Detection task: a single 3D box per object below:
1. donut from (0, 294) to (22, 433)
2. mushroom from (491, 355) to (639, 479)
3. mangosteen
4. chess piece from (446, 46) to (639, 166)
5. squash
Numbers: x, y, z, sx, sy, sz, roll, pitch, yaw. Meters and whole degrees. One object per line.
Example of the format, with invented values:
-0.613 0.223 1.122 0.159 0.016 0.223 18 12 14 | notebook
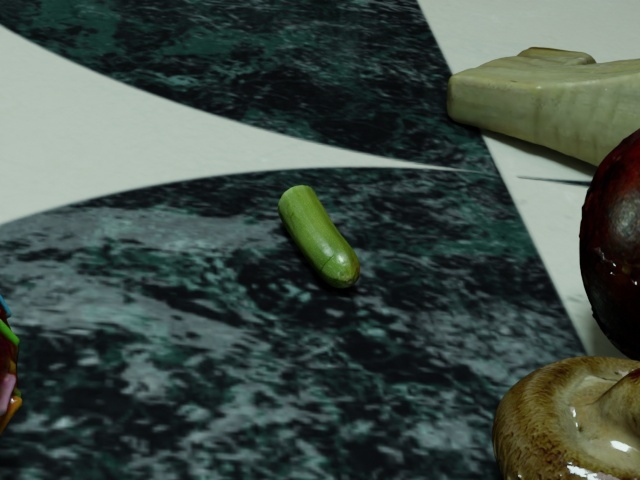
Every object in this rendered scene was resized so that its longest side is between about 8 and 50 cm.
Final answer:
-0.236 0.066 0.487 0.235 0.089 0.235 10 30 -6 | donut
0.138 0.098 0.577 0.126 0.085 0.109 -9 2 -28 | mushroom
0.221 0.020 0.664 0.166 0.166 0.180 10 41 -4 | mangosteen
0.244 -0.090 0.909 0.301 0.137 0.137 16 29 27 | chess piece
0.000 0.000 0.740 0.027 0.027 0.083 -3 34 -23 | squash
